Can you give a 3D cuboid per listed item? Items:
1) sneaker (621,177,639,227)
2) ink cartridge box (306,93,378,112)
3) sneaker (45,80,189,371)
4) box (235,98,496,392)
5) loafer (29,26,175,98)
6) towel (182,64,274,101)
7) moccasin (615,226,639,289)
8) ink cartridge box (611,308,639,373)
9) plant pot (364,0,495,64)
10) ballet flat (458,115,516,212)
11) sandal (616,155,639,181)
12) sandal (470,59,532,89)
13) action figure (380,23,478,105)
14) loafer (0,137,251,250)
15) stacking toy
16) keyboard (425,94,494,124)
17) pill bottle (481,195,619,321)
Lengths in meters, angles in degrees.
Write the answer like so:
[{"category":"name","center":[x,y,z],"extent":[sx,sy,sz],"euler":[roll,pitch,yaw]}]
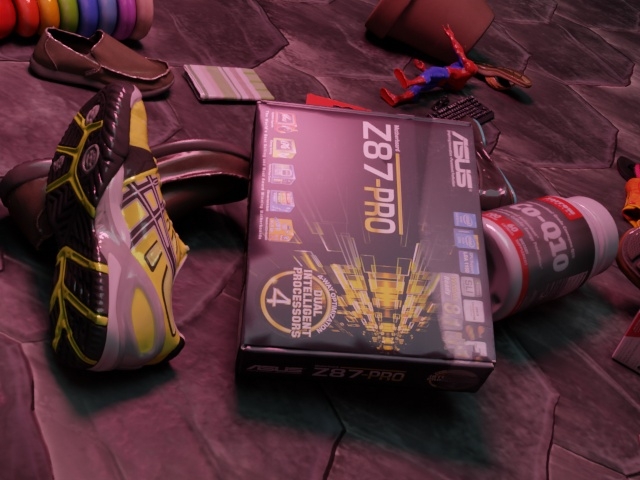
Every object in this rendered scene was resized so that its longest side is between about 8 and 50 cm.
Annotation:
[{"category":"sneaker","center":[0.612,-0.072,1.775],"extent":[0.068,0.064,0.175],"euler":[6,32,-1]},{"category":"ink cartridge box","center":[0.059,-0.223,1.729],"extent":[0.181,0.056,0.224],"euler":[15,36,-6]},{"category":"sneaker","center":[-0.250,-0.018,1.159],"extent":[0.147,0.145,0.384],"euler":[18,62,-42]},{"category":"box","center":[0.056,0.001,1.237],"extent":[0.318,0.097,0.394],"euler":[7,57,-8]},{"category":"loafer","center":[-0.378,-0.315,1.615],"extent":[0.251,0.087,0.094],"euler":[6,36,-17]},{"category":"towel","center":[-0.176,-0.293,1.745],"extent":[0.152,0.023,0.113],"euler":[-2,42,-31]},{"category":"moccasin","center":[0.652,0.091,1.501],"extent":[0.380,0.139,0.147],"euler":[22,-8,-2]},{"category":"ink cartridge box","center":[0.522,0.163,1.371],"extent":[0.135,0.099,0.056],"euler":[30,36,17]},{"category":"plant pot","center":[0.268,-0.529,2.111],"extent":[0.229,0.263,0.263],"euler":[37,35,-4]},{"category":"ballet flat","center":[0.271,-0.141,1.685],"extent":[0.096,0.095,0.280],"euler":[-4,39,-11]},{"category":"sandal","center":[0.671,-0.124,1.891],"extent":[0.067,0.040,0.179],"euler":[4,37,-20]},{"category":"sandal","center":[0.404,-0.372,2.108],"extent":[0.180,0.049,0.072],"euler":[24,26,33]},{"category":"action figure","center":[0.229,-0.376,1.972],"extent":[0.280,0.091,0.139],"euler":[-16,67,-41]},{"category":"loafer","center":[-0.255,-0.050,1.299],"extent":[0.366,0.134,0.130],"euler":[-11,70,-23]},{"category":"stacking toy","center":[-0.482,-0.426,1.691],"extent":[0.330,0.141,0.141],"euler":[-14,46,-33]},{"category":"keyboard","center":[0.284,-0.271,1.927],"extent":[0.108,0.023,0.180],"euler":[35,37,22]},{"category":"pill bottle","center":[0.325,0.018,1.423],"extent":[0.283,0.161,0.161],"euler":[-15,47,-39]}]
